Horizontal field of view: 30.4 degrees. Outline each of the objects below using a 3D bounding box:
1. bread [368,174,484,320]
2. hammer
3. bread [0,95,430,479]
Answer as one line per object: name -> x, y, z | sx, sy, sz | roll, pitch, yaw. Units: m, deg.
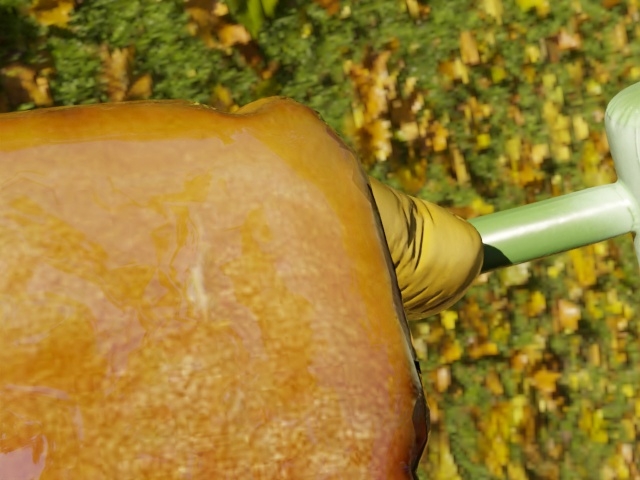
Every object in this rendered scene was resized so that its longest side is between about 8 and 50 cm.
bread -> 0.000, 0.000, 0.864 | 0.305, 0.142, 0.091 | 20, 61, -50
hammer -> 0.213, -0.015, 1.021 | 0.119, 0.335, 0.206 | -75, 149, -68
bread -> -0.127, 0.115, 0.417 | 0.333, 0.143, 0.323 | -7, 72, -14
